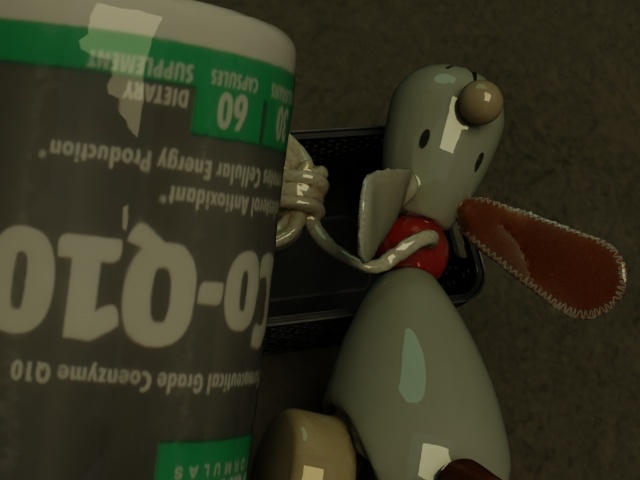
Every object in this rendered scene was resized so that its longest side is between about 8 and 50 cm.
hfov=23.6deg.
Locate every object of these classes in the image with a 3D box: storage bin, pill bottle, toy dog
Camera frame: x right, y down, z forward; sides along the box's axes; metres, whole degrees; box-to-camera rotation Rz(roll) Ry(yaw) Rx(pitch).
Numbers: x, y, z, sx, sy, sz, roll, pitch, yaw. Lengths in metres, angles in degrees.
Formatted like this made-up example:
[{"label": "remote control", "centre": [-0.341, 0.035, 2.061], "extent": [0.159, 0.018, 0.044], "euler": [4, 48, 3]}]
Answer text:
[{"label": "storage bin", "centre": [0.000, 0.000, 0.973], "extent": [0.180, 0.084, 0.122], "euler": [-5, 74, -29]}, {"label": "pill bottle", "centre": [-0.131, 0.062, 0.764], "extent": [0.204, 0.204, 0.361], "euler": [6, 91, -24]}, {"label": "toy dog", "centre": [0.065, 0.045, 0.845], "extent": [0.220, 0.161, 0.333], "euler": [-4, 76, -28]}]
